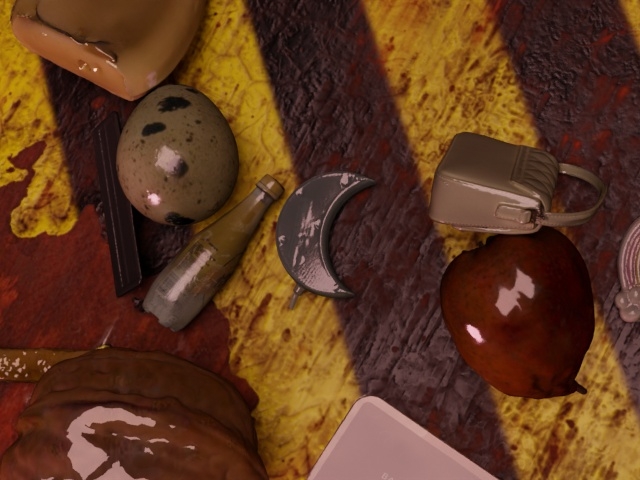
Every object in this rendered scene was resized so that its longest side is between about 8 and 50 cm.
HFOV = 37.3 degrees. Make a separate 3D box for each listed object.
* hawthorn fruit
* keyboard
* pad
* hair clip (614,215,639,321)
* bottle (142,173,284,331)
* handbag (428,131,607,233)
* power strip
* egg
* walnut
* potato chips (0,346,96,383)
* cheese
[{"bbox_3d":[0.275,0.103,1.239,0.208,0.208,0.248,-34,87,4],"label":"hawthorn fruit"},{"bbox_3d":[-0.325,-0.107,1.458,0.103,0.041,0.381,-26,77,51],"label":"keyboard"},{"bbox_3d":[0.123,0.351,1.320,0.266,0.002,0.176,33,88,15],"label":"pad"},{"bbox_3d":[0.495,0.017,1.281,0.220,0.054,0.140,-17,84,12],"label":"hair clip"},{"bbox_3d":[-0.151,0.014,1.399,0.083,0.083,0.269,41,87,15],"label":"bottle"},{"bbox_3d":[0.263,-0.069,1.250,0.219,0.256,0.079,12,113,13],"label":"handbag"},{"bbox_3d":[0.000,0.000,1.386,0.137,0.044,0.215,11,82,14],"label":"power strip"},{"bbox_3d":[-0.208,-0.130,1.388,0.177,0.177,0.228,-10,61,10],"label":"egg"},{"bbox_3d":[-0.237,0.298,1.261,0.344,0.306,0.306,7,82,9],"label":"walnut"},{"bbox_3d":[-0.490,0.183,1.443,0.407,0.080,0.057,5,69,8],"label":"potato chips"},{"bbox_3d":[-0.300,-0.374,1.450,0.260,0.128,0.315,28,65,-3],"label":"cheese"}]
